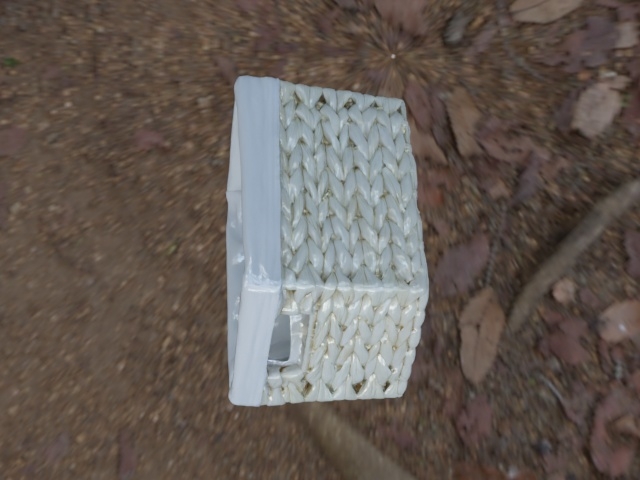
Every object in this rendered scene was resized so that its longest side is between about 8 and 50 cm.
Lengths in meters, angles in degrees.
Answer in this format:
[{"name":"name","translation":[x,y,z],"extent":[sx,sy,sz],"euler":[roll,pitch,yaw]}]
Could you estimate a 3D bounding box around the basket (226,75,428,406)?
[{"name":"basket","translation":[0.000,0.000,0.926],"extent":[0.103,0.167,0.113],"euler":[1,138,-7]}]
